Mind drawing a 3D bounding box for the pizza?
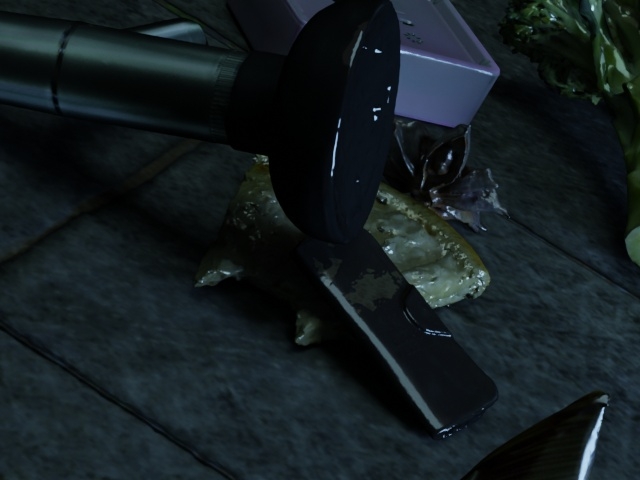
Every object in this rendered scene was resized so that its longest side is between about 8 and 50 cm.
[{"bbox_3d":[0.000,0.000,1.302,0.181,0.034,0.262,38,30,19],"label":"pizza"}]

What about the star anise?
[{"bbox_3d":[0.091,-0.056,1.399,0.124,0.129,0.056,35,69,4],"label":"star anise"}]

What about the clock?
[{"bbox_3d":[0.034,-0.173,1.595,0.197,0.063,0.150,10,32,-30],"label":"clock"}]

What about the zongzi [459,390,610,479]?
[{"bbox_3d":[0.026,0.194,0.770,0.111,0.241,0.247,31,28,5],"label":"zongzi"}]

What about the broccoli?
[{"bbox_3d":[0.275,-0.120,1.611,0.252,0.221,0.361,61,24,-15],"label":"broccoli"}]

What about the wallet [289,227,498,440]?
[{"bbox_3d":[0.048,0.056,1.226,0.082,0.018,0.156,-19,67,-49],"label":"wallet"}]

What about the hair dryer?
[{"bbox_3d":[-0.076,-0.134,1.302,0.320,0.155,0.284,15,29,21],"label":"hair dryer"}]
